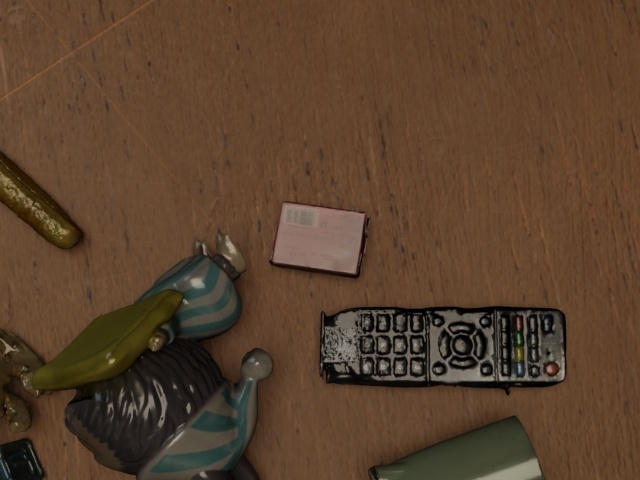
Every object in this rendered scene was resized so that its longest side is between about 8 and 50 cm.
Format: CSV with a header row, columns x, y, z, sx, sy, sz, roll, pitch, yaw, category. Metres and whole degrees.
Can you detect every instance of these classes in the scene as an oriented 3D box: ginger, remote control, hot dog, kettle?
x,y,z,sx,sy,sz,roll,pitch,yaw,category
-0.510,0.256,1.581,0.149,0.065,0.258,22,47,-11,ginger
0.198,0.178,1.638,0.399,0.062,0.144,1,82,-1,remote control
-0.512,-0.086,1.677,0.286,0.088,0.061,41,89,9,hot dog
0.221,0.414,1.562,0.255,0.165,0.240,-20,110,-2,kettle

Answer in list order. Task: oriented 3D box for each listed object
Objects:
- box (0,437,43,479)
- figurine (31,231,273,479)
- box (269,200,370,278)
x,y,z,sx,sy,sz,roll,pitch,yaw,category
-0.495,0.362,1.601,0.054,0.099,0.074,-25,82,12,box
-0.196,0.246,1.587,0.361,0.266,0.377,-42,108,-27,figurine
0.000,0.000,1.670,0.156,0.060,0.111,10,81,5,box
